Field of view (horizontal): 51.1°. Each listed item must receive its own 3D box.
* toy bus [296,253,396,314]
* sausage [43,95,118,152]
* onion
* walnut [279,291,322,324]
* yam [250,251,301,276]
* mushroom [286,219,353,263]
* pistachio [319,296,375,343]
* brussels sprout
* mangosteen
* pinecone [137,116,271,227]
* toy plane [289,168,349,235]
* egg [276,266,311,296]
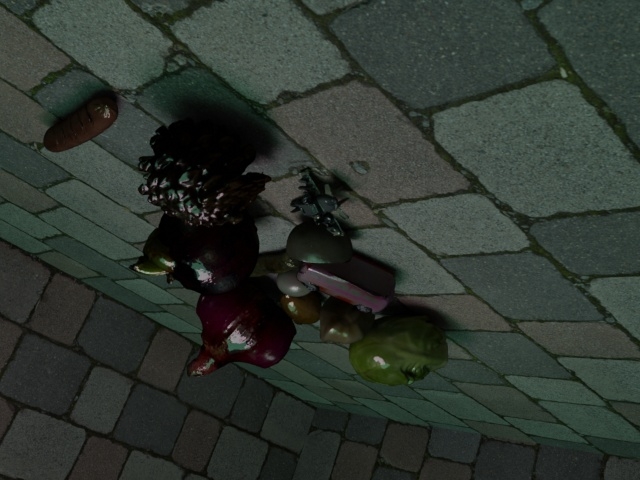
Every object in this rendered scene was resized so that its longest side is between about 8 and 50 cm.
[{"bbox_3d":[0.081,0.111,1.998,0.303,0.127,0.147,23,154,-6],"label":"toy bus"},{"bbox_3d":[-0.627,-0.298,1.748,0.088,0.087,0.433,35,154,-31],"label":"sausage"},{"bbox_3d":[-0.326,0.357,2.473,0.398,0.420,0.398,38,165,12],"label":"onion"},{"bbox_3d":[-0.066,0.234,2.405,0.137,0.137,0.245,6,154,31],"label":"walnut"},{"bbox_3d":[-0.170,0.081,2.225,0.071,0.067,0.317,2,171,-36],"label":"yam"},{"bbox_3d":[0.000,0.000,1.843,0.188,0.141,0.117,9,122,5],"label":"mushroom"},{"bbox_3d":[0.082,0.245,2.147,0.166,0.197,0.288,44,-166,4],"label":"pistachio"},{"bbox_3d":[0.251,0.370,2.243,0.328,0.247,0.328,-1,-178,0],"label":"brussels sprout"},{"bbox_3d":[-0.346,0.028,1.894,0.306,0.360,0.306,46,159,23],"label":"mangosteen"},{"bbox_3d":[-0.277,-0.156,1.562,0.296,0.242,0.298,29,159,3],"label":"pinecone"},{"bbox_3d":[-0.025,-0.089,1.695,0.262,0.088,0.192,-8,117,54],"label":"toy plane"},{"bbox_3d":[-0.083,0.136,2.225,0.135,0.103,0.103,6,153,28],"label":"egg"}]
